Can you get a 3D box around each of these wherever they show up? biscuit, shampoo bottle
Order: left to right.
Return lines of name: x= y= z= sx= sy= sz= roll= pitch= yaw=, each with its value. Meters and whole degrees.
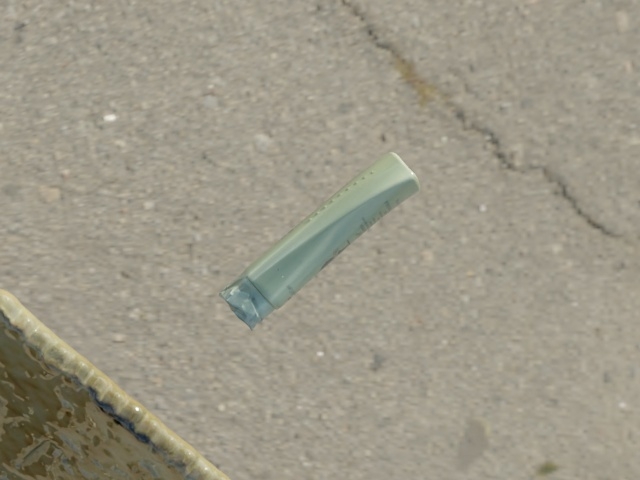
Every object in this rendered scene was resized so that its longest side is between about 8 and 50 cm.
biscuit: x=-0.217 y=0.196 z=1.198 sx=0.325 sy=0.217 sz=0.044 roll=41 pitch=31 yaw=-12
shampoo bottle: x=0.000 y=0.000 z=1.302 sx=0.212 sy=0.072 sz=0.049 roll=-40 pitch=79 yaw=1
